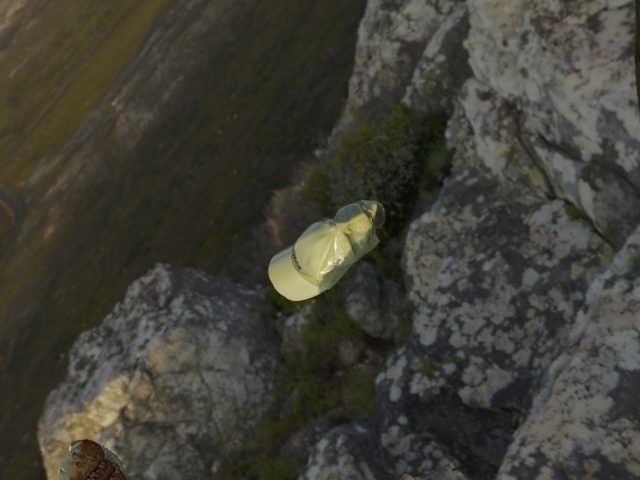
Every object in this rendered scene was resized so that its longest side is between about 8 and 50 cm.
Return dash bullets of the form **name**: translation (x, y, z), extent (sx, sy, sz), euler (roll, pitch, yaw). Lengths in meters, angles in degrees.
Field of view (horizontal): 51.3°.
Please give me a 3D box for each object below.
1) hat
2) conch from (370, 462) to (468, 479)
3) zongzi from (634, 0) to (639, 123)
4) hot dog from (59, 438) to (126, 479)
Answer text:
- **hat**: translation (-0.001, 0.004, 0.877), extent (0.166, 0.081, 0.122), euler (-20, 47, 32)
- **conch**: translation (0.079, 0.299, 0.618), extent (0.178, 0.245, 0.163), euler (-36, 74, -21)
- **zongzi**: translation (0.276, -0.219, 0.470), extent (0.125, 0.251, 0.274), euler (27, 96, 32)
- **hot dog**: translation (-0.324, 0.339, 0.945), extent (0.053, 0.099, 0.192), euler (-62, 14, 0)
